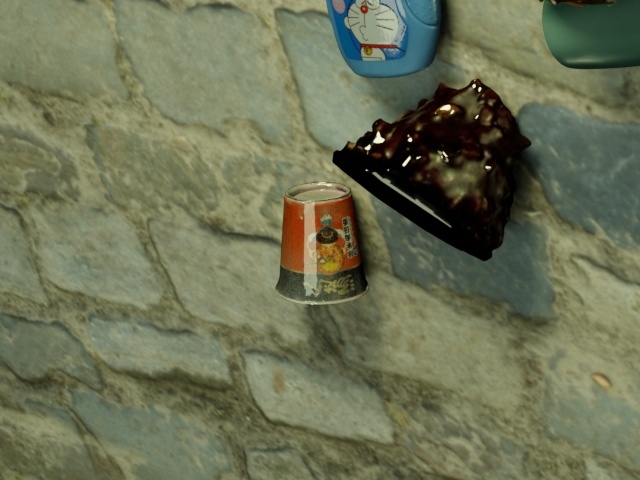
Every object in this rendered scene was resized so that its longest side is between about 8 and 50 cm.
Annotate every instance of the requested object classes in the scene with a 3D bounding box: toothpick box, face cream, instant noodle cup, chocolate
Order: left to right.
[{"bbox_3d":[0.000,0.001,2.296,0.127,0.127,0.135,9,111,32],"label":"instant noodle cup"},{"bbox_3d":[0.064,-0.325,2.079,0.149,0.083,0.264,1,115,32],"label":"face cream"},{"bbox_3d":[0.156,-0.105,2.130,0.224,0.206,0.177,35,87,2],"label":"chocolate"},{"bbox_3d":[0.334,-0.243,1.911,0.184,0.120,0.120,-8,111,41],"label":"toothpick box"}]

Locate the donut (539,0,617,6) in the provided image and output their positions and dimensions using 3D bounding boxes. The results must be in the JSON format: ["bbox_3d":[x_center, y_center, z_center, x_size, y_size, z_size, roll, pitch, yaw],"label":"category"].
[{"bbox_3d":[0.289,-0.340,1.838,0.216,0.096,0.230,-59,43,18],"label":"donut"}]
